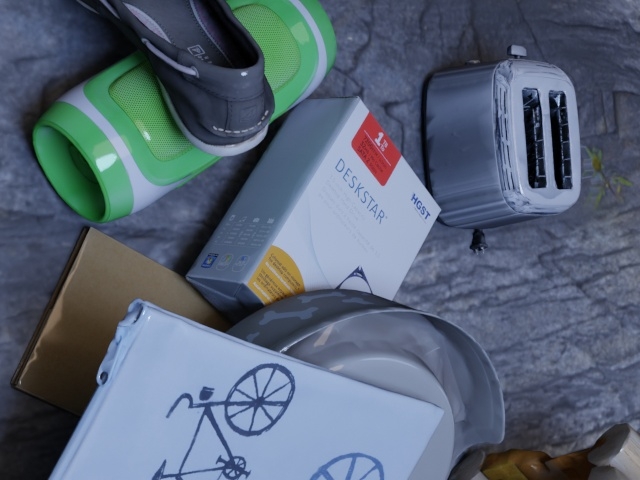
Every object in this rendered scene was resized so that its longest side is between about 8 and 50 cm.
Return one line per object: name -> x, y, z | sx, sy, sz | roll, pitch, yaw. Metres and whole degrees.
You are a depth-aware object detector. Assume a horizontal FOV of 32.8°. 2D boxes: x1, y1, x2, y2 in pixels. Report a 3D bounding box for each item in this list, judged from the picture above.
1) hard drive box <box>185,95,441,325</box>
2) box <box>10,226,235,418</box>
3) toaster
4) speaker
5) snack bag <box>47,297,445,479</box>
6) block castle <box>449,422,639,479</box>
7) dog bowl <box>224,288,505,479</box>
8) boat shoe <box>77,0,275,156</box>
hard drive box -> 0.000, 0.000, 1.097 | 0.181, 0.089, 0.232 | 48, 60, -36
box -> -0.170, 0.104, 1.040 | 0.201, 0.021, 0.164 | 31, 69, -26
toaster -> 0.205, -0.102, 1.233 | 0.129, 0.146, 0.227 | 1, 84, -32
speaker -> -0.122, -0.138, 1.037 | 0.296, 0.131, 0.131 | -38, 105, -30
snack bag -> -0.090, 0.234, 0.896 | 0.342, 0.037, 0.323 | 24, 98, -36
block castle -> 0.213, 0.417, 1.057 | 0.213, 0.303, 0.453 | 45, 53, -14
dog bowl -> 0.004, 0.202, 1.022 | 0.348, 0.102, 0.349 | -13, 119, -25
boat shoe -> -0.142, -0.221, 0.954 | 0.112, 0.095, 0.335 | -26, 64, -25
